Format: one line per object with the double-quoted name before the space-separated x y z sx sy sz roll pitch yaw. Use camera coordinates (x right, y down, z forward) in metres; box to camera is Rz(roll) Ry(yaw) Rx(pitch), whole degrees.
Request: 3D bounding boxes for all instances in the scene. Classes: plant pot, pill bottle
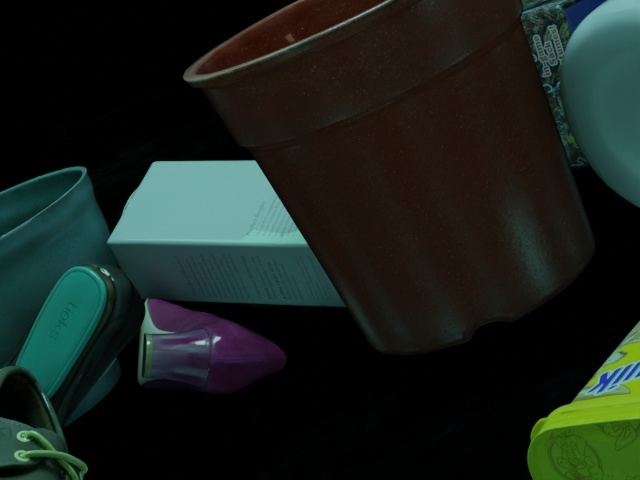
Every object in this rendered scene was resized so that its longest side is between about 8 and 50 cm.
"plant pot" -0.308 0.084 1.497 0.293 0.196 0.293 -24 14 6
"pill bottle" 0.355 -0.168 1.242 0.334 0.188 0.188 -37 18 -34
"plant pot" 0.073 -0.071 1.237 0.272 0.265 0.272 -25 14 6

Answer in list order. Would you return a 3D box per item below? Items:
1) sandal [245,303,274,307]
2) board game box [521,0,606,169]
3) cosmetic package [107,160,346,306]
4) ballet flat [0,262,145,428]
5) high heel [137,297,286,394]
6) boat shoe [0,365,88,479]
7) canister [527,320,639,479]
"sandal" 0.000 0.000 1.528 0.219 0.060 0.090 -37 17 -34
"board game box" 0.165 -0.141 1.488 0.291 0.141 0.232 -12 11 36
"cosmetic package" -0.065 -0.008 1.451 0.231 0.085 0.117 1 44 28
"ballet flat" -0.241 0.143 1.346 0.280 0.095 0.096 -49 -27 6
"high heel" -0.101 0.093 1.404 0.117 0.082 0.244 4 -4 -8
"boat shoe" -0.225 0.171 1.155 0.091 0.109 0.305 -48 22 -2
"canister" 0.205 0.084 0.854 0.126 0.073 0.170 -13 18 41
